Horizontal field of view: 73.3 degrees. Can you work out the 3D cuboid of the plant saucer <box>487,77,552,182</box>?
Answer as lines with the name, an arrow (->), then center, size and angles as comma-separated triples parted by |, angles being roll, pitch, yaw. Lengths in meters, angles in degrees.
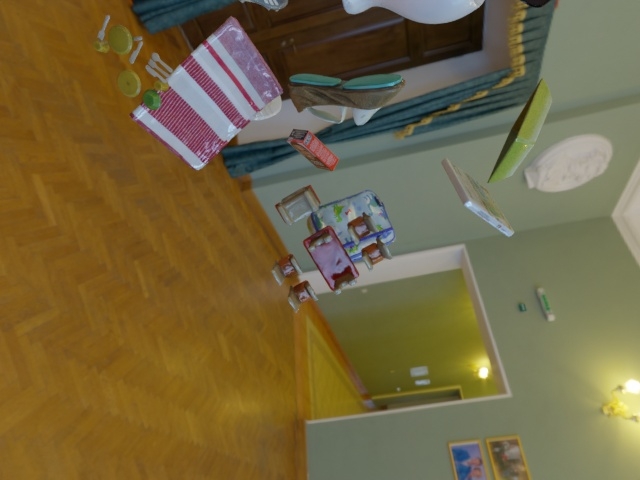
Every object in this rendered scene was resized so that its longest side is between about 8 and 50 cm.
plant saucer -> 0.471, -0.243, 1.003 | 0.188, 0.045, 0.188 | -61, 167, -19

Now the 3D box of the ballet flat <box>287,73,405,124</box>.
ballet flat -> 0.064, -0.369, 1.133 | 0.116, 0.342, 0.124 | -49, 140, -44

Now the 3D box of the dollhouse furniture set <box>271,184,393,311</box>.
dollhouse furniture set -> 0.000, 0.000, 1.044 | 0.259, 0.261, 0.135 | 60, 4, -11

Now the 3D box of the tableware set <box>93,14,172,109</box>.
tableware set -> -0.340, -0.316, 0.779 | 0.154, 0.104, 0.024 | 39, 25, -5

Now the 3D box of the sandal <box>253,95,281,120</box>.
sandal -> -0.321, -0.473, 1.439 | 0.416, 0.102, 0.170 | -16, 98, -37

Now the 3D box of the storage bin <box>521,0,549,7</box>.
storage bin -> 0.370, -0.523, 0.778 | 0.084, 0.180, 0.122 | -61, -175, 3

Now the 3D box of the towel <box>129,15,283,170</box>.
towel -> -0.267, -0.345, 1.065 | 0.037, 0.329, 0.237 | 48, 2, 36

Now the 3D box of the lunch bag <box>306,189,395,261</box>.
lunch bag -> 0.086, -0.030, 1.187 | 0.090, 0.218, 0.176 | 133, -62, -69

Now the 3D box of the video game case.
video game case -> 0.464, -0.132, 1.283 | 0.206, 0.026, 0.227 | 28, 33, -26

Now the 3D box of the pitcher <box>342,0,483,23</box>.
pitcher -> 0.159, -0.421, 0.670 | 0.178, 0.207, 0.126 | -53, 144, -26

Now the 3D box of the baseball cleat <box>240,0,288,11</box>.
baseball cleat -> -0.150, -0.684, 1.160 | 0.205, 0.109, 0.072 | -23, 81, -43

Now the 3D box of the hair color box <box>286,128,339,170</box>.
hair color box -> -0.019, -0.249, 1.190 | 0.141, 0.072, 0.043 | 35, 81, -43
